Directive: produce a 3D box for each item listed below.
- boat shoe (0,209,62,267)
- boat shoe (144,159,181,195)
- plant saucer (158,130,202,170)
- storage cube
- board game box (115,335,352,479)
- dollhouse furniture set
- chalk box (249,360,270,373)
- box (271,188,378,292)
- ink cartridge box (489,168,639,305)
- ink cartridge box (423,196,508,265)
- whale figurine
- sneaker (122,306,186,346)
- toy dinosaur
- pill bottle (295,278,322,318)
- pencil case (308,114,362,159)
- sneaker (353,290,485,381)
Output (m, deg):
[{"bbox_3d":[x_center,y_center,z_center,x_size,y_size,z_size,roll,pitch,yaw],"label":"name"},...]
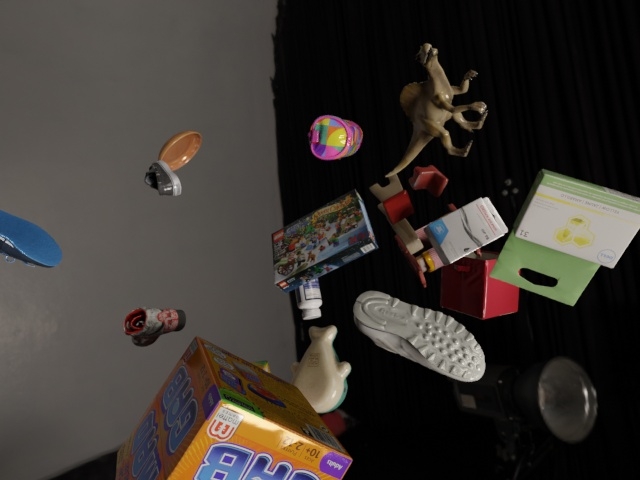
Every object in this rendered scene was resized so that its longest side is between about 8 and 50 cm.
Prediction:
[{"bbox_3d":[-0.779,-0.015,1.041,0.089,0.109,0.258,-23,129,24],"label":"boat shoe"},{"bbox_3d":[-0.494,-0.185,1.272,0.076,0.080,0.228,-14,-145,-32],"label":"boat shoe"},{"bbox_3d":[-0.536,-0.343,1.583,0.200,0.037,0.200,-45,177,-3],"label":"plant saucer"},{"bbox_3d":[0.537,0.141,1.418,0.215,0.193,0.184,-5,-172,-32],"label":"storage cube"},{"bbox_3d":[-0.222,0.512,0.993,0.357,0.356,0.356,36,173,-24],"label":"board game box"},{"bbox_3d":[0.299,-0.044,1.135,0.201,0.152,0.374,-31,144,5],"label":"dollhouse furniture set"},{"bbox_3d":[-0.276,0.501,1.402,0.213,0.132,0.132,-9,-162,8],"label":"chalk box"},{"bbox_3d":[0.000,0.000,0.932,0.233,0.159,0.044,-28,133,16],"label":"box"},{"bbox_3d":[0.430,0.009,0.750,0.171,0.235,0.056,21,-152,12],"label":"ink cartridge box"},{"bbox_3d":[0.351,-0.029,0.988,0.180,0.104,0.060,-28,170,-2],"label":"ink cartridge box"},{"bbox_3d":[0.009,0.418,1.364,0.216,0.272,0.141,-11,149,27],"label":"whale figurine"},{"bbox_3d":[-0.555,0.267,1.298,0.270,0.090,0.145,-24,155,33],"label":"sneaker"},{"bbox_3d":[0.127,-0.132,0.458,0.093,0.053,0.183,27,151,17],"label":"toy dinosaur"},{"bbox_3d":[-0.046,0.209,1.587,0.094,0.169,0.094,-9,162,-3],"label":"pill bottle"},{"bbox_3d":[0.038,-0.240,0.986,0.105,0.104,0.236,-7,-170,12],"label":"pencil case"},{"bbox_3d":[0.165,0.170,0.724,0.235,0.094,0.090,27,-124,24],"label":"sneaker"}]
